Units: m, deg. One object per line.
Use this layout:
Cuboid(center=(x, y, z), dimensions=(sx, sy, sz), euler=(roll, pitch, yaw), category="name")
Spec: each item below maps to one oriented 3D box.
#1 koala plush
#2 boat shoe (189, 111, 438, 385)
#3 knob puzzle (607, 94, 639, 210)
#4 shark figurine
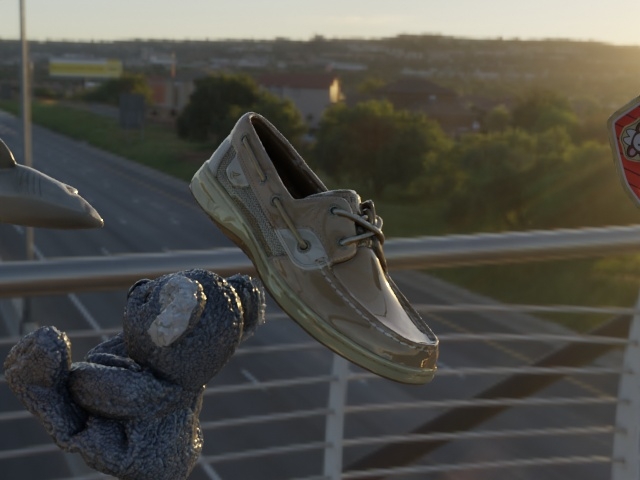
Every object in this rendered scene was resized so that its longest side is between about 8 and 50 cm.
Cuboid(center=(-0.157, 0.119, 0.972), dimensions=(0.203, 0.221, 0.196), euler=(46, 12, 21), category="koala plush")
Cuboid(center=(0.000, 0.000, 0.929), dimensions=(0.341, 0.110, 0.121), euler=(44, 19, 28), category="boat shoe")
Cuboid(center=(0.381, -0.083, 0.987), dimensions=(0.213, 0.213, 0.030), euler=(9, 28, 38), category="knob puzzle")
Cuboid(center=(-0.385, -0.028, 0.979), dimensions=(0.278, 0.116, 0.166), euler=(-3, -31, 21), category="shark figurine")
